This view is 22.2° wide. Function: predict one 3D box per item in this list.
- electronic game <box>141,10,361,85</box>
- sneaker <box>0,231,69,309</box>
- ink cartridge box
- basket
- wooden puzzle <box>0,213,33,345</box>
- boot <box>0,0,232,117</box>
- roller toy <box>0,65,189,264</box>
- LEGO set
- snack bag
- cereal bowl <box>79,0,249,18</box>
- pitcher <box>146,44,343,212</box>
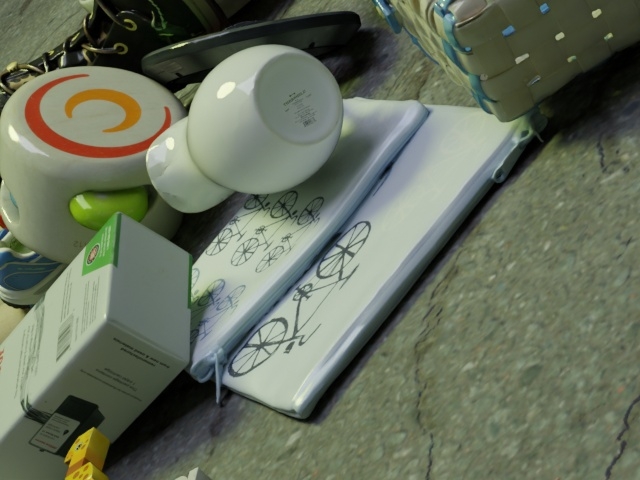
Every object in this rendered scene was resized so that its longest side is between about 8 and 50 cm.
[{"bbox_3d":[-0.071,-0.200,1.671,0.229,0.048,0.229,-13,2,1],"label":"electronic game"},{"bbox_3d":[-0.265,-0.019,1.739,0.080,0.081,0.211,26,60,32],"label":"sneaker"},{"bbox_3d":[-0.205,0.103,1.412,0.208,0.087,0.153,-45,27,27],"label":"ink cartridge box"},{"bbox_3d":[0.141,-0.247,1.285,0.255,0.201,0.289,-30,51,8],"label":"basket"},{"bbox_3d":[-0.413,0.042,1.927,0.322,0.080,0.348,-32,26,27],"label":"wooden puzzle"},{"bbox_3d":[-0.250,-0.207,1.771,0.284,0.138,0.377,-36,-14,2],"label":"boot"},{"bbox_3d":[-0.227,-0.072,1.650,0.209,0.191,0.146,-48,-24,-46],"label":"roller toy"},{"bbox_3d":[-0.186,0.208,1.269,0.227,0.087,0.093,-31,27,27],"label":"LEGO set"},{"bbox_3d":[0.000,0.000,1.369,0.323,0.037,0.342,-50,24,-12],"label":"snack bag"},{"bbox_3d":[-0.139,-0.368,2.060,0.339,0.141,0.339,-38,19,16],"label":"cereal bowl"},{"bbox_3d":[-0.046,-0.111,1.458,0.178,0.125,0.207,-38,6,-28],"label":"pitcher"}]
